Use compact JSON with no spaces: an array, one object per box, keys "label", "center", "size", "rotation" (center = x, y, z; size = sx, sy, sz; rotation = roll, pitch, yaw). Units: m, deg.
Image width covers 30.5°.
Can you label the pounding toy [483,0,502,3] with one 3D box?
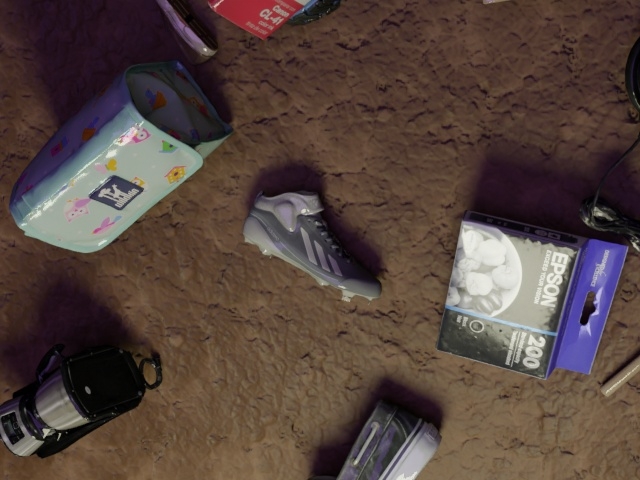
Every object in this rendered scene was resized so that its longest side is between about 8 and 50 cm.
[{"label":"pounding toy","center":[0.284,-0.336,1.349],"size":[0.206,0.181,0.094],"rotation":[-8,102,13]}]

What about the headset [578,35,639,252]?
[{"label":"headset","center":[0.451,-0.145,1.355],"size":[0.185,0.243,0.394],"rotation":[28,124,-17]}]

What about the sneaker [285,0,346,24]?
[{"label":"sneaker","center":[0.018,-0.362,1.461],"size":[0.087,0.083,0.221],"rotation":[42,103,13]}]

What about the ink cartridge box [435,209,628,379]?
[{"label":"ink cartridge box","center":[0.266,0.077,1.501],"size":[0.208,0.045,0.206],"rotation":[13,121,9]}]

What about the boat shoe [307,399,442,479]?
[{"label":"boat shoe","center":[0.032,0.364,1.625],"size":[0.119,0.121,0.335],"rotation":[36,97,9]}]

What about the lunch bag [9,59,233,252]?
[{"label":"lunch bag","center":[-0.256,-0.106,1.476],"size":[0.223,0.262,0.160],"rotation":[-37,94,17]}]

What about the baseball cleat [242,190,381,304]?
[{"label":"baseball cleat","center":[0.000,0.000,1.551],"size":[0.206,0.072,0.109],"rotation":[25,101,1]}]

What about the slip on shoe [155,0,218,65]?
[{"label":"slip on shoe","center":[-0.190,-0.289,1.531],"size":[0.041,0.051,0.135],"rotation":[-35,101,29]}]

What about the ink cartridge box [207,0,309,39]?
[{"label":"ink cartridge box","center":[-0.031,-0.423,1.376],"size":[0.306,0.131,0.226],"rotation":[-36,64,17]}]

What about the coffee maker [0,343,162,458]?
[{"label":"coffee maker","center":[-0.338,0.230,1.644],"size":[0.178,0.171,0.120],"rotation":[-31,57,36]}]

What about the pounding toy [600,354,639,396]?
[{"label":"pounding toy","center":[0.507,0.211,1.499],"size":[0.237,0.110,0.183],"rotation":[50,123,27]}]
